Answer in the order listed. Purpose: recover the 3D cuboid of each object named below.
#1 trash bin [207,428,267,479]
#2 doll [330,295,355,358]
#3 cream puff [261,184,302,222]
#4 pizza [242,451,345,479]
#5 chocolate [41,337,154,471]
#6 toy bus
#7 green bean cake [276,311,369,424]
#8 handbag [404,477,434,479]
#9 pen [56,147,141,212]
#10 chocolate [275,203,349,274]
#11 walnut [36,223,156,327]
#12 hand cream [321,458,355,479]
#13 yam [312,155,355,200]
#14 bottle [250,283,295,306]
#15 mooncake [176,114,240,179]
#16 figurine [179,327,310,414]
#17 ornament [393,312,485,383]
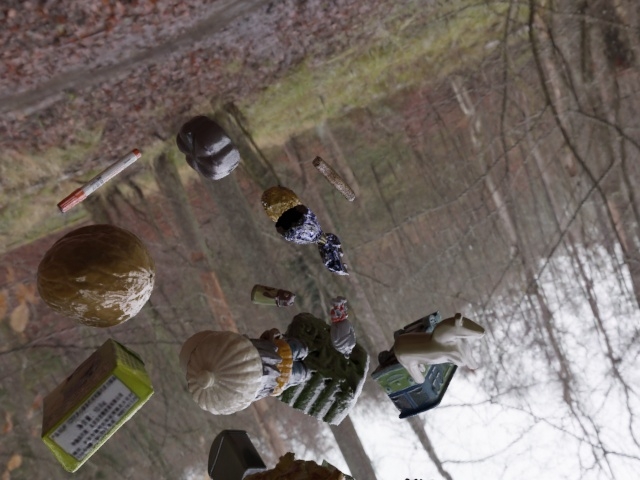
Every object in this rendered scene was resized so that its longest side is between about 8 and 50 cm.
[{"bbox_3d":[-0.266,0.712,1.800,0.101,0.177,0.236,16,-172,-34],"label":"trash bin"},{"bbox_3d":[0.062,0.248,1.636,0.079,0.180,0.094,-4,-174,35],"label":"doll"},{"bbox_3d":[-0.166,-0.142,2.376,0.189,0.189,0.129,-11,-141,53],"label":"cream puff"},{"bbox_3d":[-0.105,0.606,1.388,0.323,0.090,0.223,-25,-163,-8],"label":"pizza"},{"bbox_3d":[-0.641,0.446,1.623,0.301,0.137,0.288,-46,-155,-11],"label":"chocolate"},{"bbox_3d":[0.296,0.365,1.712,0.152,0.190,0.312,-32,-177,34],"label":"toy bus"},{"bbox_3d":[-0.007,0.421,1.966,0.218,0.335,0.319,-56,-174,28],"label":"green bean cake"},{"bbox_3d":[0.293,0.861,1.844,0.216,0.074,0.203,-35,180,-32],"label":"handbag"},{"bbox_3d":[-0.517,-0.144,1.346,0.028,0.028,0.239,-11,-150,52],"label":"pen"},{"bbox_3d":[0.000,0.004,1.902,0.126,0.343,0.148,-43,-139,9],"label":"chocolate"},{"bbox_3d":[-0.646,0.103,1.656,0.332,0.333,0.333,-23,-171,4],"label":"walnut"},{"bbox_3d":[0.112,0.761,1.651,0.093,0.306,0.147,-49,173,1],"label":"hand cream"},{"bbox_3d":[0.055,-0.249,2.326,0.056,0.241,0.057,-32,-148,23],"label":"yam"},{"bbox_3d":[-0.109,0.130,1.347,0.101,0.047,0.063,7,-153,13],"label":"bottle"},{"bbox_3d":[-0.411,-0.336,2.089,0.133,0.245,0.245,-43,-162,-28],"label":"mooncake"},{"bbox_3d":[-0.151,0.289,1.317,0.332,0.185,0.204,0,168,-36],"label":"figurine"},{"bbox_3d":[0.279,0.246,1.318,0.230,0.245,0.061,-10,-134,29],"label":"ornament"}]
